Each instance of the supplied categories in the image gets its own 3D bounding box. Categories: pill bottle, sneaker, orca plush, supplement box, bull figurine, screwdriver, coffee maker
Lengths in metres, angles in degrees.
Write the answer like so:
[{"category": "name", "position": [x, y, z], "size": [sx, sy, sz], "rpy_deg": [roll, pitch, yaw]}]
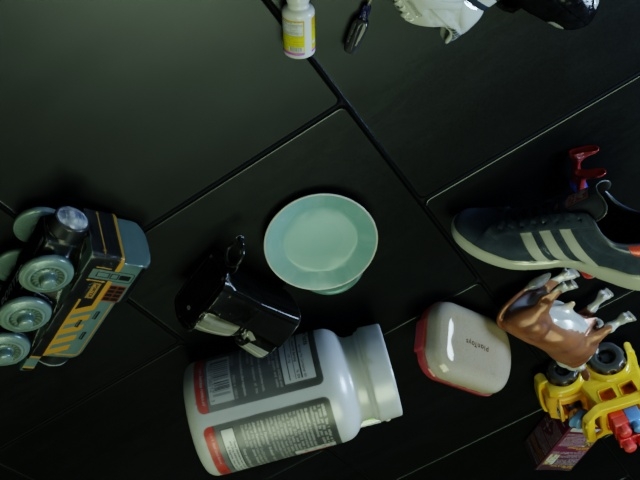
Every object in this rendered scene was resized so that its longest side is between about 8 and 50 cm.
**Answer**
[{"category": "pill bottle", "position": [-0.048, 0.280, 1.471], "size": [0.362, 0.210, 0.210], "rpy_deg": [-14, 134, 0]}, {"category": "sneaker", "position": [0.383, -0.033, 1.285], "size": [0.350, 0.131, 0.148], "rpy_deg": [9, 132, 16]}, {"category": "orca plush", "position": [0.288, -0.360, 1.028], "size": [0.151, 0.102, 0.287], "rpy_deg": [-25, 133, 10]}, {"category": "sneaker", "position": [0.118, -0.326, 1.026], "size": [0.235, 0.090, 0.095], "rpy_deg": [21, 131, -34]}, {"category": "pill bottle", "position": [-0.029, -0.283, 1.062], "size": [0.043, 0.043, 0.083], "rpy_deg": [-7, 133, -8]}, {"category": "supplement box", "position": [0.565, 0.444, 1.869], "size": [0.104, 0.081, 0.188], "rpy_deg": [7, 130, -21]}, {"category": "bull figurine", "position": [0.481, 0.164, 1.574], "size": [0.310, 0.101, 0.188], "rpy_deg": [23, 119, -34]}, {"category": "screwdriver", "position": [0.068, -0.325, 1.071], "size": [0.024, 0.025, 0.170], "rpy_deg": [10, 120, -22]}, {"category": "coffee maker", "position": [-0.121, 0.102, 1.341], "size": [0.171, 0.120, 0.178], "rpy_deg": [-34, 137, 30]}]

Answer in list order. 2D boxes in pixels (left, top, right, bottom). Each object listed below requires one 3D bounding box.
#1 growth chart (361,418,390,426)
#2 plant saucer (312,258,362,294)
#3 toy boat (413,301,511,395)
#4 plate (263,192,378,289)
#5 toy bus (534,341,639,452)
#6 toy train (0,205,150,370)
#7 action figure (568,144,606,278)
[{"category": "growth chart", "position": [0.055, 0.329, 1.676], "size": [0.171, 0.021, 0.237], "rpy_deg": [-20, 135, 3]}, {"category": "plant saucer", "position": [0.021, 0.057, 1.410], "size": [0.119, 0.021, 0.119], "rpy_deg": [-7, 134, -7]}, {"category": "toy boat", "position": [0.254, 0.216, 1.559], "size": [0.231, 0.151, 0.151], "rpy_deg": [23, 154, -30]}, {"category": "plate", "position": [0.000, 0.000, 1.333], "size": [0.188, 0.024, 0.188], "rpy_deg": [-4, 124, -5]}, {"category": "toy bus", "position": [0.583, 0.347, 1.695], "size": [0.220, 0.211, 0.149], "rpy_deg": [-19, 136, 6]}, {"category": "toy train", "position": [-0.405, 0.082, 1.255], "size": [0.190, 0.142, 0.334], "rpy_deg": [13, 129, -37]}, {"category": "action figure", "position": [0.496, -0.033, 1.389], "size": [0.139, 0.091, 0.280], "rpy_deg": [-4, 135, 11]}]
